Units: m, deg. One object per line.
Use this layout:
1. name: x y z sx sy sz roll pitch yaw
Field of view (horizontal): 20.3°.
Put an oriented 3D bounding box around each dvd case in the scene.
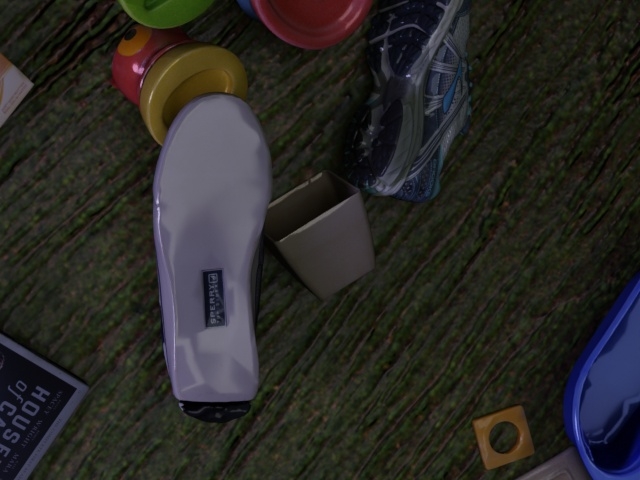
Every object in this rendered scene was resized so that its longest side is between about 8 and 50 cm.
1. dvd case: -0.372 0.173 1.848 0.238 0.029 0.179 38 85 -42

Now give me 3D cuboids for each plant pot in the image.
1. plant pot: 0.000 0.000 1.947 0.109 0.109 0.096 -32 112 -10

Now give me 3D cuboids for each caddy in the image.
1. caddy: 0.422 0.153 2.003 0.241 0.179 0.341 34 85 -1

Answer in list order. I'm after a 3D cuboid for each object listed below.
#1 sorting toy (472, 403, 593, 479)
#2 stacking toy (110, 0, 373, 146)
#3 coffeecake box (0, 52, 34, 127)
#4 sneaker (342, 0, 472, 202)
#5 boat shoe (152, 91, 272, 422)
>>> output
1. sorting toy: 0.259 0.360 2.071 0.196 0.047 0.348 -30 101 -10
2. stacking toy: -0.108 -0.280 1.844 0.309 0.130 0.279 -36 135 -15
3. coffeecake box: -0.409 -0.166 1.808 0.185 0.068 0.142 44 68 -25
4. sneaker: 0.115 -0.175 1.973 0.122 0.110 0.283 24 83 -41
5. boat shoe: -0.125 0.009 1.880 0.127 0.158 0.341 1 99 -14
